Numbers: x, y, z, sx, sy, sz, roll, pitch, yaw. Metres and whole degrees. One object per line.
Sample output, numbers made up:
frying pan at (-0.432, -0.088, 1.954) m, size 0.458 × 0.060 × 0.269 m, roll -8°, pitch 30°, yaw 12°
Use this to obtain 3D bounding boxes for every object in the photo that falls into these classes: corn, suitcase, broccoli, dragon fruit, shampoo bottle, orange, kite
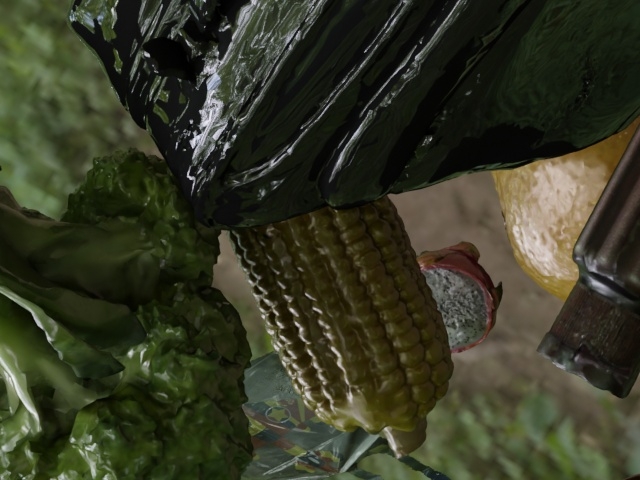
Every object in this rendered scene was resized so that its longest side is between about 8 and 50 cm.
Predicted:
corn at (0.000, 0.000, 0.912) m, size 0.097 × 0.097 × 0.261 m, roll -129°, pitch 16°, yaw -78°
suitcase at (0.074, -0.166, 0.735) m, size 0.339 × 0.345 × 0.188 m, roll -17°, pitch -112°, yaw -37°
broccoli at (-0.152, -0.004, 0.842) m, size 0.302 × 0.186 × 0.254 m, roll 65°, pitch 170°, yaw -23°
dragon fruit at (0.106, 0.038, 1.253) m, size 0.056 × 0.060 × 0.083 m, roll -61°, pitch -45°, yaw -64°
shampoo bottle at (0.260, -0.045, 1.183) m, size 0.084 × 0.323 × 0.129 m, roll 32°, pitch -175°, yaw 39°
orange at (0.290, -0.059, 1.517) m, size 0.274 × 0.274 × 0.274 m, roll 30°, pitch -176°, yaw -2°
kite at (0.009, 0.141, 1.063) m, size 0.245 × 0.141 × 0.015 m, roll 28°, pitch -134°, yaw -32°

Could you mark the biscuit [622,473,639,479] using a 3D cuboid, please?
biscuit at (0.363, 0.284, 1.331) m, size 0.290 × 0.062 × 0.237 m, roll 48°, pitch -141°, yaw 17°
